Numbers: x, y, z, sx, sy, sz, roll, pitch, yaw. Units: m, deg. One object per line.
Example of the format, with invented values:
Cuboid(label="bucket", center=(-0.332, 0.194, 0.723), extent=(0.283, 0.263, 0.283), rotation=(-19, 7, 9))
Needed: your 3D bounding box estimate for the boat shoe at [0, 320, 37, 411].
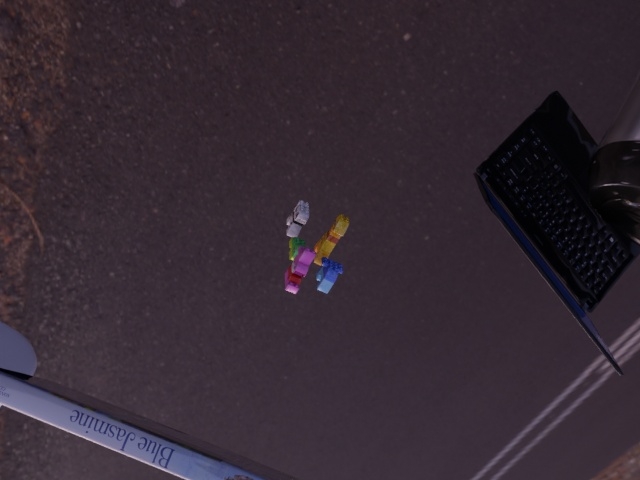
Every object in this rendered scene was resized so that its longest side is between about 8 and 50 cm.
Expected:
Cuboid(label="boat shoe", center=(-0.427, 0.081, 0.673), extent=(0.301, 0.108, 0.102), rotation=(34, 113, -25))

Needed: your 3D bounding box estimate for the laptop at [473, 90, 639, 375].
Cuboid(label="laptop", center=(0.302, -0.025, 0.817), extent=(0.264, 0.234, 0.136), rotation=(-43, -170, -20))

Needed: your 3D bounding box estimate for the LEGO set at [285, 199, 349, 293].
Cuboid(label="LEGO set", center=(0.000, 0.000, 1.191), extent=(0.087, 0.227, 0.093), rotation=(24, 116, -16))

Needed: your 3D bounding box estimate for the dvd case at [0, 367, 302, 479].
Cuboid(label="dvd case", center=(-0.132, 0.158, 0.564), extent=(0.253, 0.022, 0.180), rotation=(20, 164, 5))

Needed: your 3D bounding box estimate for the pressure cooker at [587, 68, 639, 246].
Cuboid(label="pressure cooker", center=(0.505, -0.145, 0.665), extent=(0.420, 0.375, 0.370), rotation=(-62, 162, 1))
